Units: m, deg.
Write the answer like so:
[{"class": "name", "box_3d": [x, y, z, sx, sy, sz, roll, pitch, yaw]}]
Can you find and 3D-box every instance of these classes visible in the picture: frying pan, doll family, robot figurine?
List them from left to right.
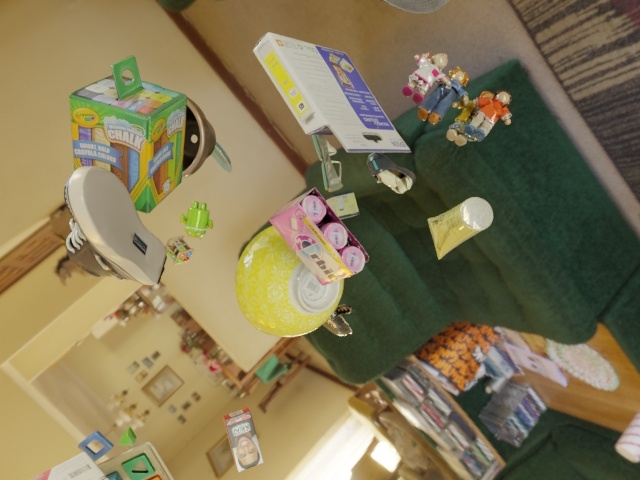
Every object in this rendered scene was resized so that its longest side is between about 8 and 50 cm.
[{"class": "robot figurine", "box_3d": [-0.377, -0.061, 1.628, 0.101, 0.115, 0.067, 11, -177, -5]}, {"class": "frying pan", "box_3d": [0.047, 0.234, 1.580, 0.197, 0.053, 0.326, 52, 165, -24]}, {"class": "doll family", "box_3d": [0.313, -0.322, 1.228, 0.263, 0.163, 0.118, 36, 161, 11]}]

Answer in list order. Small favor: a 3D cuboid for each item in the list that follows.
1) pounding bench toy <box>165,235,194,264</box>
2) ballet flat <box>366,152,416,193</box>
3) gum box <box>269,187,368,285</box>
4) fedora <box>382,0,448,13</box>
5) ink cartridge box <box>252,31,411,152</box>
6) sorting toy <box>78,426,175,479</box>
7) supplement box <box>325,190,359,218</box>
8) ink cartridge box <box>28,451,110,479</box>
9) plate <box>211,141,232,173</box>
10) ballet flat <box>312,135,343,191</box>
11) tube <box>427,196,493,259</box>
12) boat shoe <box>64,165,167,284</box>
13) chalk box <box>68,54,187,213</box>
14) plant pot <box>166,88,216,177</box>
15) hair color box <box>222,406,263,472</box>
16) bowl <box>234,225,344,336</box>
[{"class": "pounding bench toy", "box_3d": [-0.413, 0.033, 1.513, 0.065, 0.083, 0.052, 48, 126, 19]}, {"class": "ballet flat", "box_3d": [0.188, -0.157, 1.360, 0.074, 0.074, 0.203, 30, -175, 42]}, {"class": "gum box", "box_3d": [0.000, 0.000, 1.063, 0.188, 0.062, 0.107, 51, 141, -12]}, {"class": "fedora", "box_3d": [0.161, -0.580, 1.063, 0.124, 0.243, 0.276, -161, 76, -71]}, {"class": "ink cartridge box", "box_3d": [0.037, -0.301, 1.178, 0.072, 0.303, 0.307, -36, 77, 33]}, {"class": "sorting toy", "box_3d": [-0.477, 0.625, 1.355, 0.047, 0.195, 0.348, -114, 1, -72]}, {"class": "supplement box", "box_3d": [0.073, -0.115, 1.781, 0.056, 0.083, 0.083, -18, 87, 65]}, {"class": "ink cartridge box", "box_3d": [-0.530, 0.575, 1.144, 0.217, 0.158, 0.092, 14, 115, 45]}, {"class": "plate", "box_3d": [-0.381, -0.328, 1.975, 0.188, 0.024, 0.188, 47, 167, 14]}, {"class": "ballet flat", "box_3d": [0.027, -0.263, 1.733, 0.072, 0.068, 0.213, 129, 127, -83]}, {"class": "tube", "box_3d": [0.259, -0.023, 1.045, 0.062, 0.070, 0.240, 29, 168, -1]}, {"class": "boat shoe", "box_3d": [-0.419, -0.014, 0.986, 0.158, 0.127, 0.341, 3, 149, 8]}, {"class": "chalk box", "box_3d": [-0.404, -0.239, 1.142, 0.179, 0.180, 0.289, 17, 124, 5]}, {"class": "plant pot", "box_3d": [-0.425, -0.313, 1.611, 0.263, 0.263, 0.229, 45, -164, 3]}, {"class": "hair color box", "box_3d": [-0.201, 0.516, 1.383, 0.043, 0.071, 0.141, 175, 80, -71]}, {"class": "bowl", "box_3d": [-0.043, 0.102, 1.281, 0.156, 0.289, 0.289, 7, 138, 57]}]
